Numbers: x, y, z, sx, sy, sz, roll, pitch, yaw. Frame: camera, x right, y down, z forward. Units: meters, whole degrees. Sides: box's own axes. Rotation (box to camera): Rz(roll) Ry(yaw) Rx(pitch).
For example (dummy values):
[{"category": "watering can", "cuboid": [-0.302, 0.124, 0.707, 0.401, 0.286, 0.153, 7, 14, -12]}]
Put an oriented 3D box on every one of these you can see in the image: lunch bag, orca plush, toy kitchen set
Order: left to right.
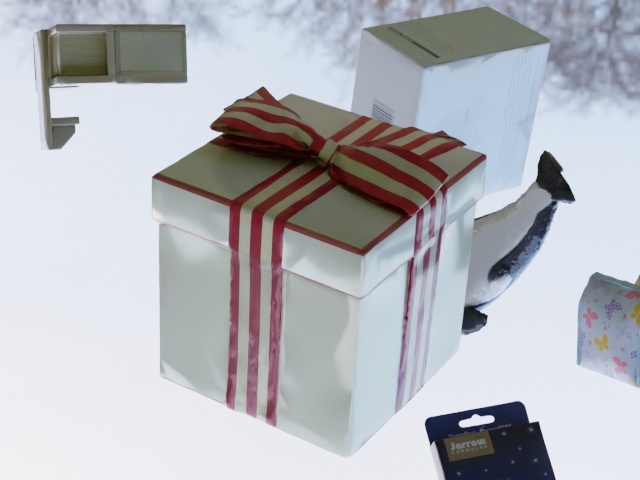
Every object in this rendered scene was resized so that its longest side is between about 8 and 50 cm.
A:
[{"category": "toy kitchen set", "cuboid": [-0.123, -0.087, 0.831, 0.075, 0.068, 0.083, -3, -175, -20]}, {"category": "orca plush", "cuboid": [0.184, 0.013, 1.691, 0.151, 0.287, 0.102, 43, -164, 23]}, {"category": "lunch bag", "cuboid": [0.258, 0.073, 1.221, 0.053, 0.083, 0.071, -21, -154, -37]}]

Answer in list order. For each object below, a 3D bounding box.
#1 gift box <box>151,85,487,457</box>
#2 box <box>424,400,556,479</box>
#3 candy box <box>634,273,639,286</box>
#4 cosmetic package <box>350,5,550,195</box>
[{"category": "gift box", "cuboid": [0.000, 0.000, 1.360, 0.255, 0.258, 0.276, 17, -145, 22]}, {"category": "box", "cuboid": [0.215, 0.300, 1.720, 0.136, 0.036, 0.225, -9, -115, -13]}, {"category": "candy box", "cuboid": [0.414, 0.105, 1.602, 0.109, 0.053, 0.186, 23, -168, -11]}, {"category": "cosmetic package", "cuboid": [0.165, -0.174, 1.928, 0.225, 0.224, 0.138, -14, -143, -33]}]
